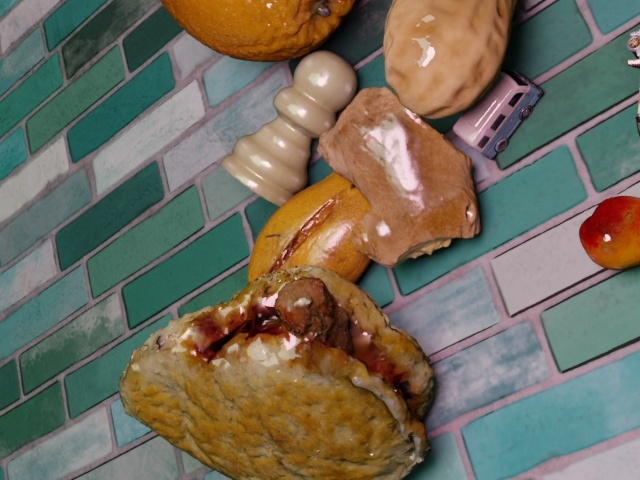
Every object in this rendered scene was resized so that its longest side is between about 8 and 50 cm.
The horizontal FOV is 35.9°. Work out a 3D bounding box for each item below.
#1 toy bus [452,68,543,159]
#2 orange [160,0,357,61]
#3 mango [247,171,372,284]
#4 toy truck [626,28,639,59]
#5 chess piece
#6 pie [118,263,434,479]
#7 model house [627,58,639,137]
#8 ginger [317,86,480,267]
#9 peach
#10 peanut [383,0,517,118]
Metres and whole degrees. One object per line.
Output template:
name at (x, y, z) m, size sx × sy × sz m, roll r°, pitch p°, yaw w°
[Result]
toy bus at (0.247, -0.183, 1.392) m, size 0.123 × 0.075 × 0.060 m, roll -54°, pitch 53°, yaw 17°
orange at (-0.099, -0.443, 1.581) m, size 0.357 × 0.322 × 0.322 m, roll 46°, pitch 109°, yaw 31°
mango at (-0.004, 0.000, 1.524) m, size 0.295 × 0.120 × 0.177 m, roll -53°, pitch 55°, yaw 17°
toy truck at (0.441, -0.217, 1.259) m, size 0.062 × 0.052 × 0.123 m, roll -24°, pitch 67°, yaw 28°
chess piece at (-0.037, -0.191, 1.593) m, size 0.144 × 0.144 × 0.251 m, roll 39°, pitch 100°, yaw 37°
pie at (-0.059, 0.227, 1.398) m, size 0.418 × 0.395 × 0.180 m, roll -27°, pitch 27°, yaw 31°
model house at (0.452, -0.170, 1.116) m, size 0.178 × 0.271 × 0.207 m, roll -3°, pitch 63°, yaw 29°
ginger at (0.106, -0.083, 1.412) m, size 0.275 × 0.130 × 0.221 m, roll 34°, pitch 100°, yaw 18°
peach at (0.377, -0.009, 1.233) m, size 0.100 × 0.100 × 0.101 m, roll -10°, pitch 74°, yaw 37°
peanut at (0.186, -0.333, 1.381) m, size 0.192 × 0.169 × 0.387 m, roll -47°, pitch 22°, yaw 59°
